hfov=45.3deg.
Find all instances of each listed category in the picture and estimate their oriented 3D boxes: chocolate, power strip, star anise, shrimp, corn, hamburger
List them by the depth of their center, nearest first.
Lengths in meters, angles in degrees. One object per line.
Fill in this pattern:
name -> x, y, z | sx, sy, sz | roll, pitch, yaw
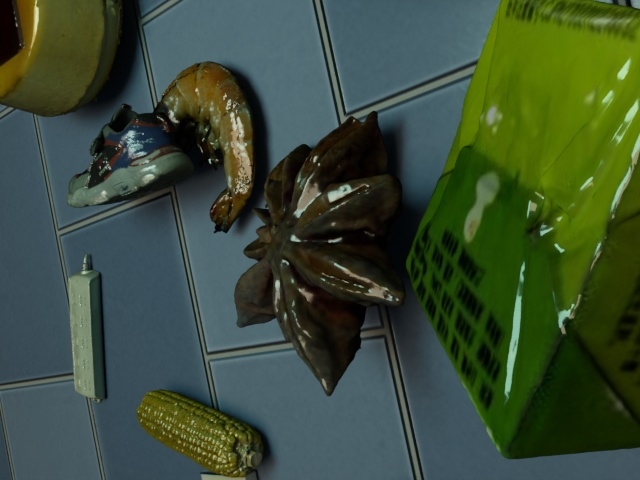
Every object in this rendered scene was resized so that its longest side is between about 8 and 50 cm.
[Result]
chocolate -> 0.193, -0.029, 0.592 | 0.301, 0.136, 0.289 | -107, 31, -66
star anise -> -0.005, 0.018, 0.837 | 0.315, 0.108, 0.316 | -19, 67, 52
shrimp -> -0.180, -0.101, 1.047 | 0.290, 0.054, 0.222 | -31, 76, 39
corn -> -0.173, 0.267, 1.070 | 0.238, 0.080, 0.080 | 10, 102, 39
hamburger -> -0.414, -0.333, 1.140 | 0.300, 0.176, 0.301 | 6, 99, 39
power strip -> -0.388, 0.148, 1.275 | 0.060, 0.027, 0.253 | 4, 98, 41

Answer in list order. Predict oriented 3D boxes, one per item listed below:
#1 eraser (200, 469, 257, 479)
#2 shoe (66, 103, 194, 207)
eraser -> -0.117, 0.397, 1.072 | 0.103, 0.023, 0.151 | -13, 87, 42
shoe -> -0.269, -0.115, 1.016 | 0.227, 0.099, 0.126 | -12, 97, 37
